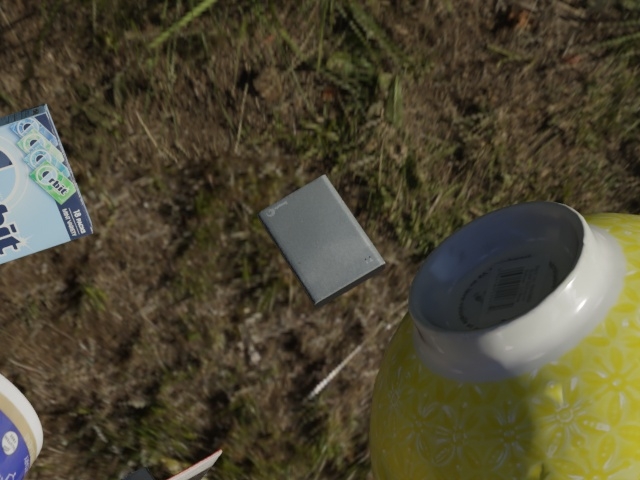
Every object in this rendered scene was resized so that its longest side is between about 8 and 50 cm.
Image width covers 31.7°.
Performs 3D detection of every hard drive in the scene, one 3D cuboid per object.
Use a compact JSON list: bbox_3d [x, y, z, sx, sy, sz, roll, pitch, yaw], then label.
[{"bbox_3d":[0.000,0.000,1.299,0.094,0.022,0.135,-31,67,-7],"label":"hard drive"}]

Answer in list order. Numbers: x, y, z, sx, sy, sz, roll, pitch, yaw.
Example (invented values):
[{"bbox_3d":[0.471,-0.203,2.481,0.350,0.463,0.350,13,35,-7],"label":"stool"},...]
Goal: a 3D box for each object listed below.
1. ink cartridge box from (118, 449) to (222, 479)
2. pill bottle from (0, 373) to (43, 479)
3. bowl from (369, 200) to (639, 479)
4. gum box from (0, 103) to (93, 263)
[{"bbox_3d":[-0.256,0.292,1.020,0.296,0.261,0.066,-23,65,-43],"label":"ink cartridge box"},{"bbox_3d":[-0.248,0.159,0.630,0.112,0.112,0.186,23,47,4],"label":"pill bottle"},{"bbox_3d":[0.139,0.070,0.684,0.289,0.289,0.156,-39,118,-10],"label":"bowl"},{"bbox_3d":[-0.372,-0.052,1.273,0.184,0.041,0.157,-19,117,-6],"label":"gum box"}]
